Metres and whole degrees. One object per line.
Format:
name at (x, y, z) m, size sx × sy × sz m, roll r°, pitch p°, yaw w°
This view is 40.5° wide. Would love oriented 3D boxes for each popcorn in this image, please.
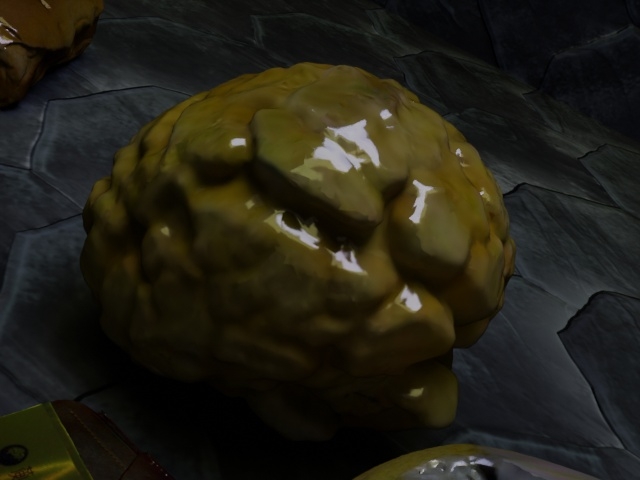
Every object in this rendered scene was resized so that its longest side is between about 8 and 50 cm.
popcorn at (-0.017, -0.010, 0.815) m, size 0.390 × 0.354 × 0.344 m, roll 23°, pitch 47°, yaw 0°

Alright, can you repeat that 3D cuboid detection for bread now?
bread at (-0.448, -0.325, 1.269) m, size 0.195 × 0.148 × 0.344 m, roll 19°, pitch 28°, yaw -3°

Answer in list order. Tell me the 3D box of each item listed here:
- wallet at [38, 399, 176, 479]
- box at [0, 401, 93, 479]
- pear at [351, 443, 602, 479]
wallet at (-0.161, 0.211, 0.656) m, size 0.255 × 0.031 × 0.137 m, roll 36°, pitch 35°, yaw 28°
box at (-0.256, 0.191, 0.592) m, size 0.193 × 0.030 × 0.121 m, roll -17°, pitch 45°, yaw -33°
pear at (0.105, 0.261, 0.560) m, size 0.271 × 0.271 × 0.271 m, roll 17°, pitch 28°, yaw -9°
